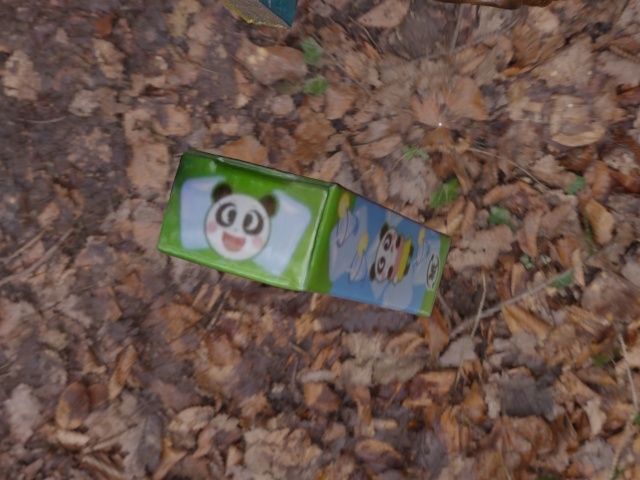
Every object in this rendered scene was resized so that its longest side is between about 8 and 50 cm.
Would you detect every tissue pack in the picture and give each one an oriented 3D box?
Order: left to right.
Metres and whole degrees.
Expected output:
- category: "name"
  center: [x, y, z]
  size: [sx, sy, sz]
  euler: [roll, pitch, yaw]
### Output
- category: "tissue pack"
  center: [-0.072, -0.364, 1.191]
  size: [0.082, 0.120, 0.169]
  euler: [10, 85, 26]

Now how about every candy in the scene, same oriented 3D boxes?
- category: "candy"
  center: [0.000, 0.000, 0.573]
  size: [0.097, 0.194, 0.062]
  euler: [16, 89, 27]

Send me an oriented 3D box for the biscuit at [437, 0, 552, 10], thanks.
- category: "biscuit"
  center: [0.059, -0.270, 0.809]
  size: [0.325, 0.326, 0.107]
  euler: [14, 114, 5]
